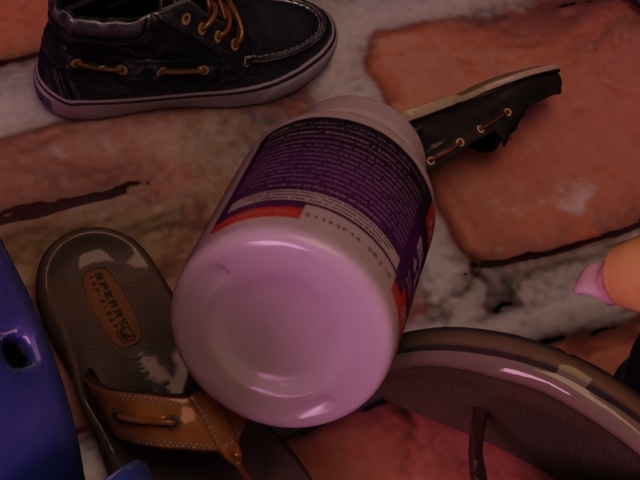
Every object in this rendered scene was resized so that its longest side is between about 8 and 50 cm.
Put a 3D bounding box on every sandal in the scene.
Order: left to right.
[{"bbox_3d":[-0.072,0.072,0.907,0.090,0.060,0.219,-19,63,-24],"label":"sandal"},{"bbox_3d":[0.147,0.142,0.887,0.302,0.120,0.086,36,70,10],"label":"sandal"}]

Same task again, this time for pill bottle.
[{"bbox_3d":[0.000,0.000,0.917,0.108,0.108,0.193,22,30,1],"label":"pill bottle"}]

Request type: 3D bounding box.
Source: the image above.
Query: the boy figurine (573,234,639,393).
[{"bbox_3d":[0.212,0.032,0.869,0.177,0.285,0.092,17,55,1],"label":"boy figurine"}]

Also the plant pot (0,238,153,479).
[{"bbox_3d":[-0.207,0.124,0.741,0.236,0.236,0.212,-34,77,-30],"label":"plant pot"}]

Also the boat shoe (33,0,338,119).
[{"bbox_3d":[-0.068,-0.119,1.022,0.183,0.083,0.065,-14,61,-22],"label":"boat shoe"}]

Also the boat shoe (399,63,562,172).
[{"bbox_3d":[0.091,-0.070,1.056,0.133,0.049,0.042,-24,93,-34],"label":"boat shoe"}]

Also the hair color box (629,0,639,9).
[{"bbox_3d":[0.292,-0.243,1.032,0.174,0.347,0.105,41,57,15],"label":"hair color box"}]
